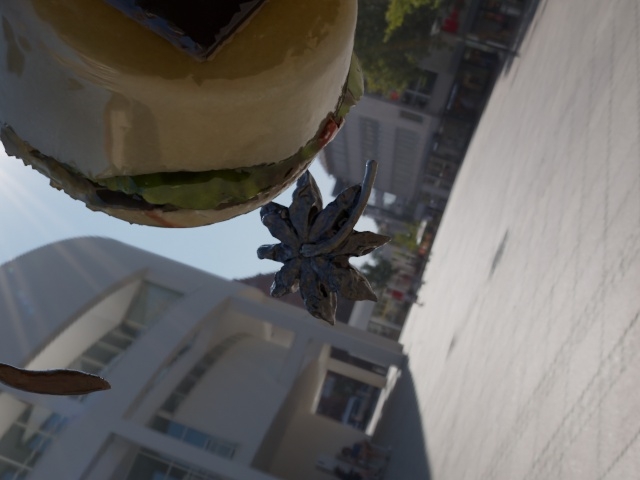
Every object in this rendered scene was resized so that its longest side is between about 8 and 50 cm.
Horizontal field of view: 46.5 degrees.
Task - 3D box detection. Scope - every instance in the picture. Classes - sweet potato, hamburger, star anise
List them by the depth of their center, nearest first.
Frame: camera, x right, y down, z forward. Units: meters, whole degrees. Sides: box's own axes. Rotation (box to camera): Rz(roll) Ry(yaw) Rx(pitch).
[{"bbox_3d":[-0.114,-0.153,0.557,0.302,0.302,0.170,-66,5,-33],"label":"hamburger"},{"bbox_3d":[0.000,-0.001,1.036,0.081,0.230,0.262,-9,-41,-57],"label":"star anise"},{"bbox_3d":[-0.551,0.283,1.496,0.057,0.265,0.057,-28,56,54],"label":"sweet potato"}]
